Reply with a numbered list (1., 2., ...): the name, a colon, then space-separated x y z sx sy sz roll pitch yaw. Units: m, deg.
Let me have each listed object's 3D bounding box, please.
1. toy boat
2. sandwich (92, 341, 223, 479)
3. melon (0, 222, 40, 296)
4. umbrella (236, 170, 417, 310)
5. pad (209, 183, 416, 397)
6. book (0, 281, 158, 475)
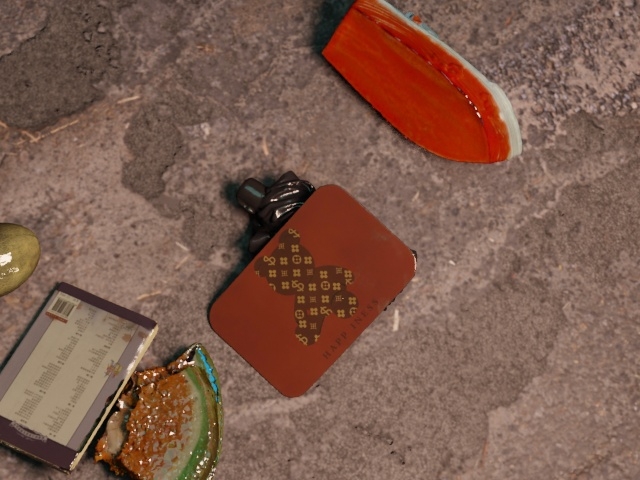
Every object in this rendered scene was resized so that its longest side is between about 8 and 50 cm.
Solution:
1. toy boat: 0.167 -0.232 1.826 0.332 0.145 0.133 42 39 6
2. sandwich: -0.194 0.238 1.594 0.159 0.079 0.235 23 66 -1
3. melon: -0.434 0.027 1.620 0.131 0.098 0.098 -25 76 -16
4. umbrella: 0.000 0.001 1.714 0.272 0.110 0.122 32 101 3
5. pad: -0.012 0.069 1.666 0.181 0.004 0.267 43 97 6
6. book: -0.333 0.177 1.602 0.157 0.026 0.231 21 64 19
